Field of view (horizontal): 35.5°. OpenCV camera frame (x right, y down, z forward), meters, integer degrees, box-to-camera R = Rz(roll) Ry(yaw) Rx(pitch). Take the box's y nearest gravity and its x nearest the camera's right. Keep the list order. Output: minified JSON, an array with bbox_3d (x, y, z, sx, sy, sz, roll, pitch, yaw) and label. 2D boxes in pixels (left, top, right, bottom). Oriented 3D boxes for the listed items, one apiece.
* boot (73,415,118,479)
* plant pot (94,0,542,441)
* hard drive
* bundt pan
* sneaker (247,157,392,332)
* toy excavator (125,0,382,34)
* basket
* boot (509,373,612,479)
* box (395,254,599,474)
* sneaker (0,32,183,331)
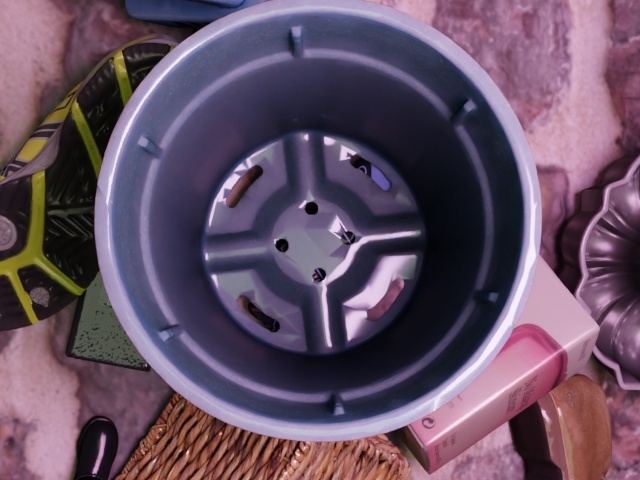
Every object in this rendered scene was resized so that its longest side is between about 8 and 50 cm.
[{"bbox_3d":[-0.246,0.261,1.082,0.045,0.099,0.121,17,93,-17],"label":"boot"},{"bbox_3d":[-0.004,-0.010,0.921,0.341,0.334,0.341,0,87,-1],"label":"plant pot"},{"bbox_3d":[-0.220,0.071,1.104,0.094,0.022,0.135,13,94,-15],"label":"hard drive"},{"bbox_3d":[0.430,0.029,1.209,0.331,0.124,0.331,-2,98,-13],"label":"bundt pan"},{"bbox_3d":[0.000,0.000,1.120,0.090,0.081,0.232,23,91,-21],"label":"sneaker"},{"bbox_3d":[-0.194,-0.313,0.939,0.445,0.433,0.222,5,97,-43],"label":"toy excavator"},{"bbox_3d":[-0.070,0.290,1.114,0.213,0.223,0.299,32,92,-42],"label":"basket"},{"bbox_3d":[0.318,0.314,1.234,0.115,0.112,0.305,-11,98,-23],"label":"boot"},{"bbox_3d":[0.178,0.137,1.128,0.232,0.148,0.127,-33,66,-7],"label":"box"},{"bbox_3d":[-0.252,-0.053,1.029,0.384,0.147,0.145,-41,108,13],"label":"sneaker"}]
